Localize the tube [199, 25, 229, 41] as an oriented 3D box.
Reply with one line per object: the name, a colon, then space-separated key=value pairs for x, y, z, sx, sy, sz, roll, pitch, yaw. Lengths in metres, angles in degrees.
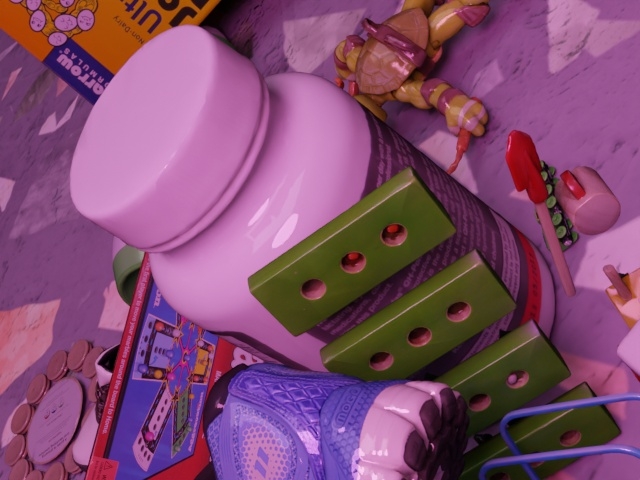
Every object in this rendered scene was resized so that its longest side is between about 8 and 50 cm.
tube: x=-0.188 y=-0.178 z=1.287 sx=0.207 sy=0.052 sz=0.080 roll=-35 pitch=32 yaw=36

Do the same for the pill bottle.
pill bottle: x=0.000 y=0.000 z=0.708 sx=0.176 sy=0.318 sz=0.176 roll=-28 pitch=45 yaw=33

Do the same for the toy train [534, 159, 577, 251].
toy train: x=0.168 y=-0.025 z=0.787 sx=0.024 sy=0.017 sz=0.083 roll=-45 pitch=37 yaw=34

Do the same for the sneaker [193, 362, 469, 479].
sneaker: x=-0.004 y=0.178 z=0.613 sx=0.147 sy=0.330 sz=0.130 roll=18 pitch=45 yaw=20

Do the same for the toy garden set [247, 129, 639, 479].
toy garden set: x=0.110 y=0.035 z=0.624 sx=0.203 sy=0.244 sz=0.049 roll=-34 pitch=33 yaw=13

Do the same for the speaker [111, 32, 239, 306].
speaker: x=-0.136 y=-0.071 z=1.078 sx=0.131 sy=0.131 sz=0.297 roll=-29 pitch=46 yaw=34

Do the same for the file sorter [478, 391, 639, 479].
file sorter: x=0.134 y=0.176 z=0.557 sx=0.118 sy=0.104 sz=0.170 roll=-18 pitch=26 yaw=41

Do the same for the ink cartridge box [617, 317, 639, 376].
ink cartridge box: x=0.318 y=0.061 z=0.458 sx=0.226 sy=0.131 sz=0.306 roll=-53 pitch=35 yaw=6

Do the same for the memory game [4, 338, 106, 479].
memory game: x=-0.283 y=0.194 z=1.153 sx=0.186 sy=0.012 sz=0.186 roll=-28 pitch=46 yaw=33

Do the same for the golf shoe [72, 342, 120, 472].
golf shoe: x=-0.191 y=0.141 z=1.019 sx=0.198 sy=0.094 sz=0.077 roll=-47 pitch=39 yaw=17

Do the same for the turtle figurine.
turtle figurine: x=0.073 y=-0.177 z=0.946 sx=0.217 sy=0.087 sz=0.269 roll=-55 pitch=36 yaw=4

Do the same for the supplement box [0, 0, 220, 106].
supplement box: x=-0.188 y=-0.348 z=1.237 sx=0.356 sy=0.194 sz=0.195 roll=-45 pitch=15 yaw=17

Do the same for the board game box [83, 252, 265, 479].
board game box: x=-0.100 y=0.110 z=0.897 sx=0.027 sy=0.145 sz=0.281 roll=128 pitch=155 yaw=-60
